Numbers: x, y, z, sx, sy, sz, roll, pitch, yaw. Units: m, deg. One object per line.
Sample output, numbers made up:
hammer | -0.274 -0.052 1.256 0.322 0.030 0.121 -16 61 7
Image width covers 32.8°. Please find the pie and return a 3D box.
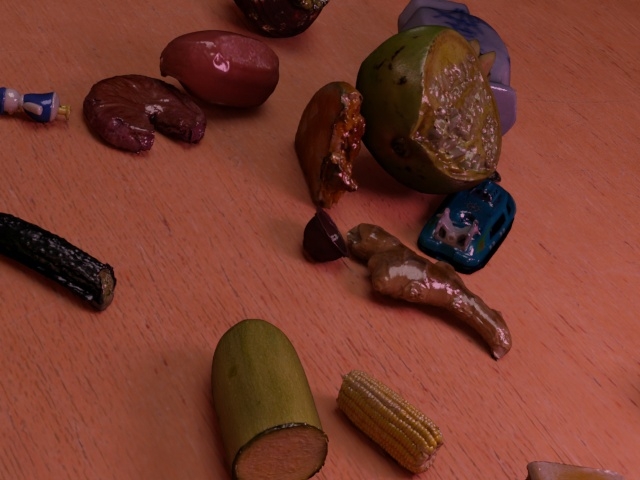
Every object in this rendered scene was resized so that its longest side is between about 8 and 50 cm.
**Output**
pie | -0.317 -0.229 1.949 0.204 0.054 0.218 37 38 20

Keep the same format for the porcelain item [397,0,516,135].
porcelain item | 0.282 -0.374 2.350 0.242 0.179 0.405 8 35 -16

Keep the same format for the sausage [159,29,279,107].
sausage | -0.179 -0.323 2.053 0.254 0.148 0.148 0 38 -51

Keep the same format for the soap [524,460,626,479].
soap | 0.359 0.417 1.422 0.160 0.080 0.257 10 36 -15

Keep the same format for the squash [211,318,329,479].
squash | -0.081 0.200 1.443 0.132 0.132 0.247 4 36 -23

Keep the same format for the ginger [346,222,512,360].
ginger | 0.176 0.075 1.790 0.333 0.081 0.148 30 20 10

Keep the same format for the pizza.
pizza | 0.024 -0.164 1.944 0.081 0.289 0.229 6 76 -18

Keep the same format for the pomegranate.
pomegranate | 0.195 -0.250 2.016 0.310 0.216 0.358 59 38 -21

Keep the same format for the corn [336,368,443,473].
corn | 0.093 0.249 1.506 0.165 0.085 0.063 35 54 25

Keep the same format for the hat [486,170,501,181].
hat | 0.320 -0.155 2.187 0.121 0.050 0.121 14 31 -8

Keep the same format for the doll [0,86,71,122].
doll | -0.498 -0.233 1.858 0.142 0.058 0.099 8 16 -17

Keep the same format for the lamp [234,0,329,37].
lamp | -0.081 -0.561 2.364 0.247 0.247 0.247 14 36 -10

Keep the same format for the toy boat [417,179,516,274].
toy boat | 0.288 -0.055 2.008 0.134 0.092 0.299 26 36 12

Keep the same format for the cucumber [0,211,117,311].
cucumber | -0.403 0.015 1.569 0.245 0.067 0.067 28 36 7

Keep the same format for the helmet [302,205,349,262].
helmet | 0.000 0.000 1.810 0.089 0.057 0.111 44 15 -34
